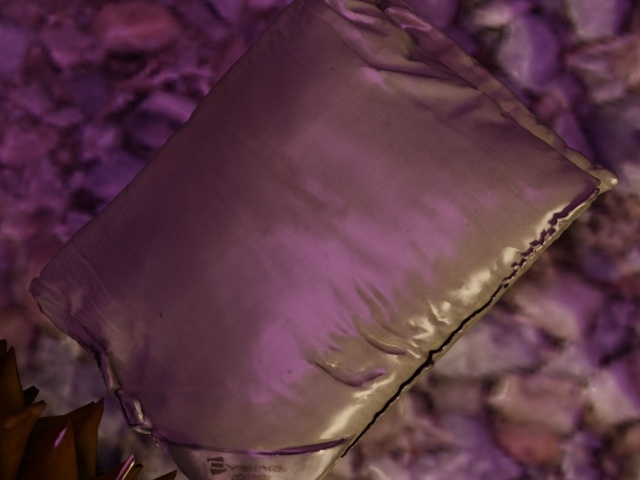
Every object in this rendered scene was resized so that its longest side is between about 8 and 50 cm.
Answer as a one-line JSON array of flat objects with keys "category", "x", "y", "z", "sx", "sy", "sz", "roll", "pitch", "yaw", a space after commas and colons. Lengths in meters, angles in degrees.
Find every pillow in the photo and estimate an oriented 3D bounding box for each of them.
[{"category": "pillow", "x": 0.000, "y": 0.000, "z": 0.704, "sx": 0.181, "sy": 0.078, "sz": 0.134, "roll": -45, "pitch": 78, "yaw": 3}]

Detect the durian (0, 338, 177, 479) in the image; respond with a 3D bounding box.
[{"category": "durian", "x": -0.173, "y": 0.193, "z": 0.612, "sx": 0.347, "sy": 0.347, "sz": 0.384, "roll": -43, "pitch": 50, "yaw": 5}]
